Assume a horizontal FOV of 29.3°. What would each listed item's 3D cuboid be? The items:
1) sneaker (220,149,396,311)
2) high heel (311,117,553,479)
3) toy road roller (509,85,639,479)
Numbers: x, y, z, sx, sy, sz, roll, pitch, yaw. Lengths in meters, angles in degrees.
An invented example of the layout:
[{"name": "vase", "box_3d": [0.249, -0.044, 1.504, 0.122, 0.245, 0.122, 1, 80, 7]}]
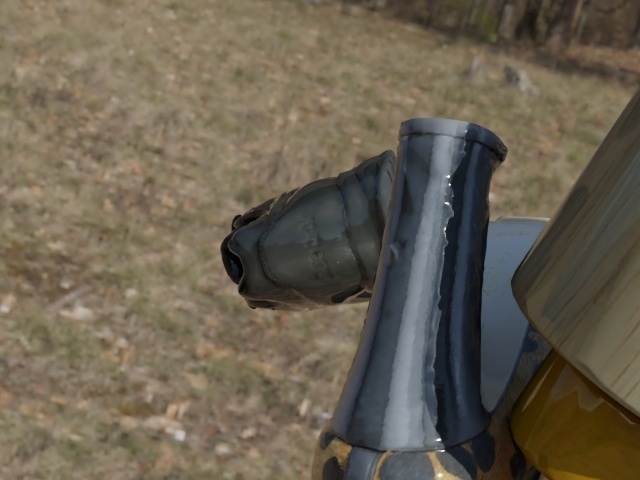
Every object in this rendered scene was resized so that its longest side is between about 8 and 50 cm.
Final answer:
[{"name": "sneaker", "box_3d": [0.000, 0.000, 0.842, 0.130, 0.109, 0.286, -15, -6, 2]}, {"name": "high heel", "box_3d": [0.085, 0.078, 0.509, 0.093, 0.186, 0.261, 2, -14, 36]}, {"name": "toy road roller", "box_3d": [0.208, 0.061, 0.303, 0.329, 0.202, 0.240, 34, 17, 11]}]
